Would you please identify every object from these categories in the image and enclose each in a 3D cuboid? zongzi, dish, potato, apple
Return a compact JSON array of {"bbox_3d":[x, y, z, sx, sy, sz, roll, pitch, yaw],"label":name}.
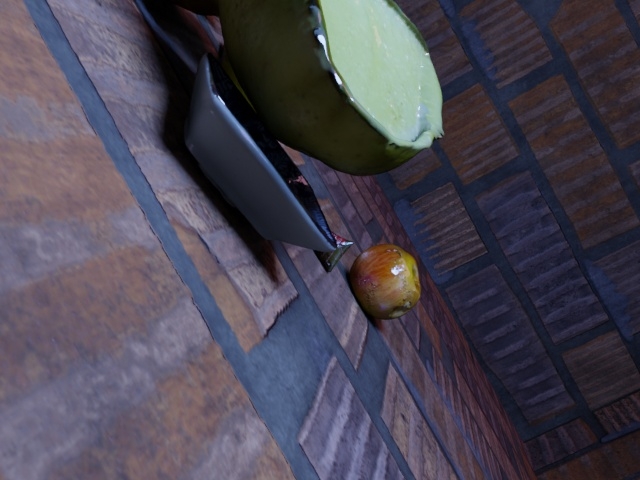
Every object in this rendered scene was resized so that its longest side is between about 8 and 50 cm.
[{"bbox_3d":[0.000,0.000,1.103,0.083,0.067,0.073,46,14,31],"label":"zongzi"},{"bbox_3d":[-0.088,-0.091,0.796,0.243,0.080,0.182,51,9,-30],"label":"dish"},{"bbox_3d":[-0.010,-0.197,0.822,0.330,0.213,0.280,32,44,-41],"label":"potato"},{"bbox_3d":[0.127,0.075,1.246,0.146,0.147,0.146,57,11,-18],"label":"apple"}]

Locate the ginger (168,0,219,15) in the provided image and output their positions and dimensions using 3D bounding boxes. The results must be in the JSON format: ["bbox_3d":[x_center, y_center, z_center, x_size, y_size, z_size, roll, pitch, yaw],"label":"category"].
[{"bbox_3d":[-0.141,-0.406,0.985,0.358,0.152,0.274,18,16,-24],"label":"ginger"}]

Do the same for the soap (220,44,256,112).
[{"bbox_3d":[-0.110,-0.283,1.196,0.160,0.080,0.257,54,12,-29],"label":"soap"}]
